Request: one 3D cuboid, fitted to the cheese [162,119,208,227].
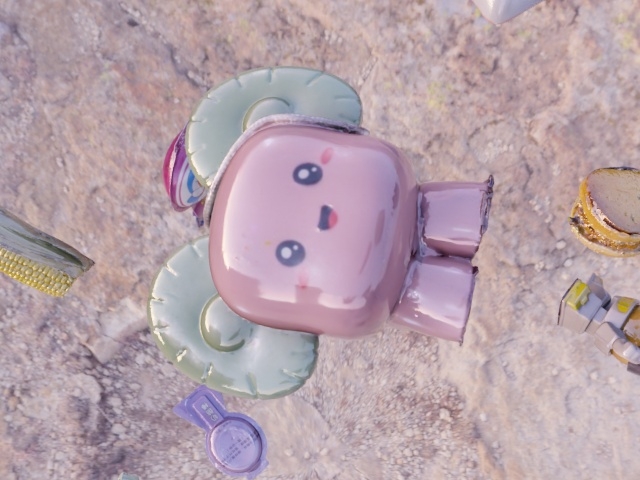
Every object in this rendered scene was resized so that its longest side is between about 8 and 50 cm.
[{"bbox_3d":[-0.194,-0.101,1.031,0.062,0.244,0.155,19,65,9],"label":"cheese"}]

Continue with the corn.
[{"bbox_3d":[-0.619,0.008,1.321,0.305,0.122,0.123,32,107,-18],"label":"corn"}]

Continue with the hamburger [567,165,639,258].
[{"bbox_3d":[0.586,-0.058,1.275,0.181,0.118,0.191,22,59,6],"label":"hamburger"}]

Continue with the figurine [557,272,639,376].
[{"bbox_3d":[0.623,0.183,1.280,0.308,0.143,0.309,7,37,-6],"label":"figurine"}]

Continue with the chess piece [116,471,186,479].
[{"bbox_3d":[-0.228,0.350,0.881,0.103,0.067,0.067,24,71,-19],"label":"chess piece"}]

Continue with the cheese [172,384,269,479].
[{"bbox_3d":[-0.166,0.340,1.149,0.105,0.042,0.191,-38,93,-7],"label":"cheese"}]

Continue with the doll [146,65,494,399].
[{"bbox_3d":[0.000,0.000,0.555,0.268,0.216,0.284,12,83,10],"label":"doll"}]

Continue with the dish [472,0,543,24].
[{"bbox_3d":[0.251,-0.353,0.750,0.212,0.077,0.151,-25,59,-11],"label":"dish"}]
